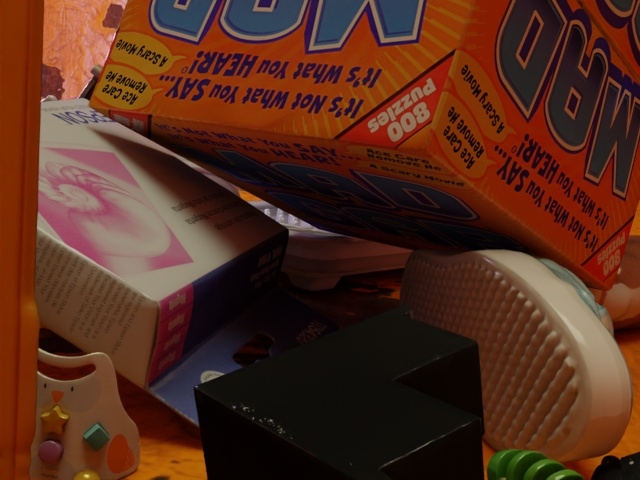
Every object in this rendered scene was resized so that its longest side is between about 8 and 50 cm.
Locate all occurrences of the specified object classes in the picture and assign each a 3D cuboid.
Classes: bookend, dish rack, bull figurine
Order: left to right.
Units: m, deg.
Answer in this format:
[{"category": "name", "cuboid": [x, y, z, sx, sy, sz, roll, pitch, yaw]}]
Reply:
[{"category": "dish rack", "cuboid": [0.000, 0.000, 1.272, 0.286, 0.072, 0.333, 11, 11, 40]}, {"category": "bookend", "cuboid": [0.041, 0.105, 0.529, 0.157, 0.072, 0.156, -18, 20, -34]}, {"category": "bull figurine", "cuboid": [0.308, 0.042, 1.080, 0.310, 0.101, 0.188, -1, 9, -31]}]

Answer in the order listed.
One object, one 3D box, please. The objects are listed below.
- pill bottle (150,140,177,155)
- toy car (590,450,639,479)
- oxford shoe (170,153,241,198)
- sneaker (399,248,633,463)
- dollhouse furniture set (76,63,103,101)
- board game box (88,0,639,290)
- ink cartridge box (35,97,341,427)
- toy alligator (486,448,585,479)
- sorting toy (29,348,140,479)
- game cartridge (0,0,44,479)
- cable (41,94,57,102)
[{"category": "pill bottle", "cuboid": [-0.300, -0.142, 1.691, 0.169, 0.169, 0.301, 1, 10, -26]}, {"category": "toy car", "cuboid": [0.180, 0.160, 0.544, 0.040, 0.060, 0.122, 47, 25, -10]}, {"category": "oxford shoe", "cuboid": [-0.282, -0.008, 0.984, 0.449, 0.169, 0.130, -1, 47, -25]}, {"category": "sneaker", "cuboid": [0.172, 0.066, 0.761, 0.150, 0.135, 0.366, 0, 11, -10]}, {"category": "dollhouse furniture set", "cuboid": [-0.284, -0.109, 1.197, 0.212, 0.161, 0.242, 35, 8, -12]}, {"category": "board game box", "cuboid": [0.087, -0.199, 0.901, 0.356, 0.356, 0.356, 13, -9, 39]}, {"category": "ink cartridge box", "cuboid": [-0.140, -0.002, 0.786, 0.330, 0.071, 0.324, 31, 15, 6]}, {"category": "toy alligator", "cuboid": [0.131, 0.145, 0.497, 0.056, 0.051, 0.190, -1, 11, -29]}, {"category": "sorting toy", "cuboid": [-0.148, 0.098, 0.571, 0.083, 0.075, 0.045, 5, 9, 5]}, {"category": "game cartridge", "cuboid": [-0.208, -0.024, 0.516, 0.053, 0.323, 0.285, -4, 13, -33]}, {"category": "cable", "cuboid": [-0.382, -0.089, 1.049, 0.287, 0.072, 0.139, -26, -34, 38]}]
